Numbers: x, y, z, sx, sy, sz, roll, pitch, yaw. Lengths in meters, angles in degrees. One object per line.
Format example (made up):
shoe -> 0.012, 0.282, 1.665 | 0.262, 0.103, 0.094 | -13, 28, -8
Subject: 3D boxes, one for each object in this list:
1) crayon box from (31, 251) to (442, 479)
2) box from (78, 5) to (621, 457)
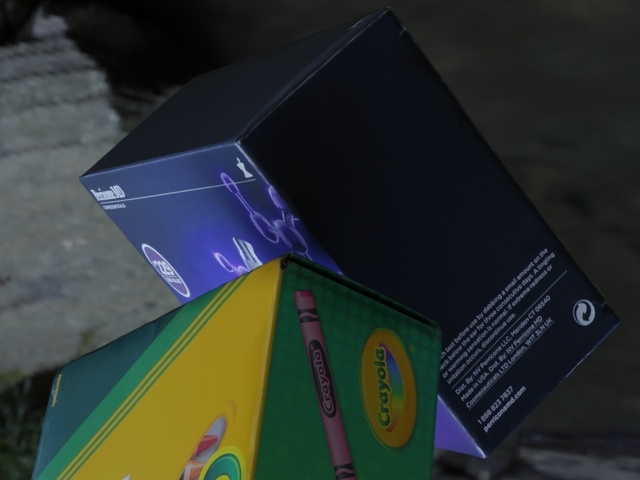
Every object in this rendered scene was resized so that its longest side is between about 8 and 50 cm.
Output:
crayon box -> -0.048, 0.162, 0.546 | 0.081, 0.279, 0.165 | 26, 147, -30
box -> 0.000, 0.000, 0.774 | 0.184, 0.103, 0.261 | 54, 161, -13
